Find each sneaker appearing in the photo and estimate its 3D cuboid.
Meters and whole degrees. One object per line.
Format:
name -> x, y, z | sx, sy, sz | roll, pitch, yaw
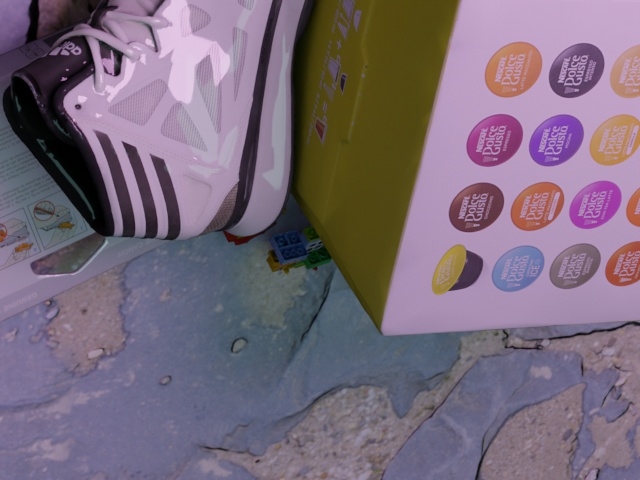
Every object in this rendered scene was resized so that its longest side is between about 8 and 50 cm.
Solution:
sneaker -> -0.148, -0.210, 1.561 | 0.257, 0.169, 0.447 | -9, 105, -42

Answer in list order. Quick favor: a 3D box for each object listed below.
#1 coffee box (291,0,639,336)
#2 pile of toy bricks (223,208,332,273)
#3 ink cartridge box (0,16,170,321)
coffee box -> 0.172, -0.147, 1.600 | 0.334, 0.338, 0.337 | -2, 124, -23
pile of toy bricks -> 0.000, 0.000, 1.859 | 0.212, 0.118, 0.105 | -15, 158, -33
ink cartridge box -> -0.280, -0.065, 1.692 | 0.275, 0.060, 0.239 | -26, 123, -16
